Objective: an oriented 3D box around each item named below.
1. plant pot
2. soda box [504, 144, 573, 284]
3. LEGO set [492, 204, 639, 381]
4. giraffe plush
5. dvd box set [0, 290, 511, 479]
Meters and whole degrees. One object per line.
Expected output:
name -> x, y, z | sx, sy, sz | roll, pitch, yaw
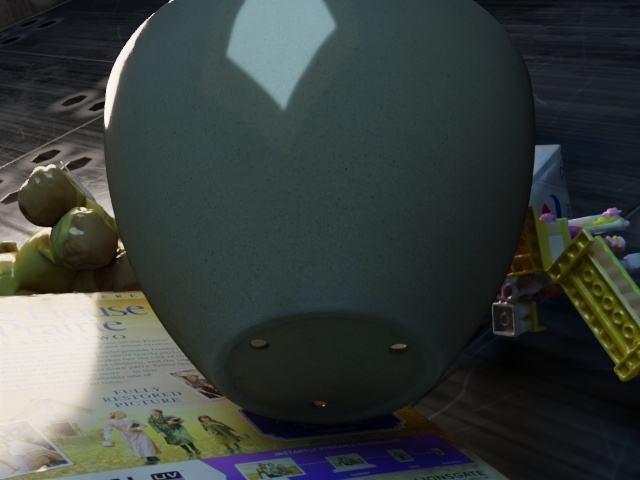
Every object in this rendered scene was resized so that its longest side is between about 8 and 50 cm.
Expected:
plant pot -> 0.000, 0.000, 0.669 | 0.284, 0.284, 0.191 | -11, 52, 14
soda box -> 0.080, -0.023, 0.988 | 0.286, 0.098, 0.091 | 3, 30, 35
LEGO set -> 0.197, 0.039, 0.773 | 0.107, 0.132, 0.287 | -8, 19, -35
giraffe plush -> -0.270, 0.033, 1.053 | 0.170, 0.181, 0.210 | -43, 40, -4
dvd box set -> -0.097, 0.126, 0.705 | 0.307, 0.062, 0.420 | -1, 16, -30
